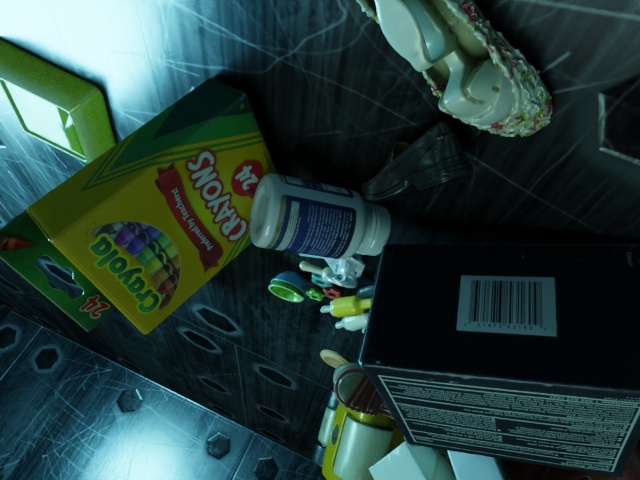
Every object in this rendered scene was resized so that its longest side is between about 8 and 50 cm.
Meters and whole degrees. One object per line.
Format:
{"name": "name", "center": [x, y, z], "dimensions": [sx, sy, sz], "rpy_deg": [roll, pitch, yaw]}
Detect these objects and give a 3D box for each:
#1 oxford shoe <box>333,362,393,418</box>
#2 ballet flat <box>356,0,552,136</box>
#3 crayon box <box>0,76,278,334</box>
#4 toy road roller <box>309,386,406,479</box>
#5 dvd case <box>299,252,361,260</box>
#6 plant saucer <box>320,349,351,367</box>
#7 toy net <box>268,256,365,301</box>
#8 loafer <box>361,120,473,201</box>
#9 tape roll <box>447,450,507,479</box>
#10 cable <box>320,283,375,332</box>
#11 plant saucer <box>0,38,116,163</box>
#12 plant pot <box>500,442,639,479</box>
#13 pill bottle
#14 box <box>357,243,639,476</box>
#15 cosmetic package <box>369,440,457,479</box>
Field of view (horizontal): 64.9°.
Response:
{"name": "oxford shoe", "center": [0.192, 0.350, 1.135], "dimensions": [0.347, 0.123, 0.130], "rpy_deg": [25, -178, -5]}
{"name": "ballet flat", "center": [0.106, -0.156, 0.427], "dimensions": [0.241, 0.077, 0.091], "rpy_deg": [39, 147, -20]}
{"name": "crayon box", "center": [-0.196, -0.024, 0.626], "dimensions": [0.081, 0.318, 0.202], "rpy_deg": [34, 158, 35]}
{"name": "toy road roller", "center": [0.132, 0.514, 1.284], "dimensions": [0.240, 0.203, 0.329], "rpy_deg": [18, 171, -12]}
{"name": "dvd case", "center": [0.000, 0.000, 0.815], "dimensions": [0.119, 0.013, 0.087], "rpy_deg": [5, 143, 32]}
{"name": "plant saucer", "center": [0.037, 0.296, 1.237], "dimensions": [0.083, 0.013, 0.084], "rpy_deg": [20, 150, 12]}
{"name": "toy net", "center": [0.007, 0.080, 0.883], "dimensions": [0.122, 0.045, 0.232], "rpy_deg": [35, 152, -22]}
{"name": "loafer", "center": [0.101, -0.084, 0.577], "dimensions": [0.170, 0.062, 0.062], "rpy_deg": [-14, 92, 58]}
{"name": "tape roll", "center": [0.304, 0.450, 0.899], "dimensions": [0.071, 0.392, 0.392], "rpy_deg": [-23, 133, 9]}
{"name": "cable", "center": [0.130, 0.101, 0.804], "dimensions": [0.139, 0.072, 0.287], "rpy_deg": [27, 151, -24]}
{"name": "plant saucer", "center": [-0.433, -0.206, 0.818], "dimensions": [0.188, 0.045, 0.188], "rpy_deg": [26, 150, 3]}
{"name": "plant pot", "center": [0.447, 0.409, 0.861], "dimensions": [0.272, 0.272, 0.265], "rpy_deg": [-8, 126, 45]}
{"name": "pill bottle", "center": [0.001, -0.026, 0.652], "dimensions": [0.169, 0.094, 0.094], "rpy_deg": [10, 156, -22]}
{"name": "box", "center": [0.237, 0.155, 0.654], "dimensions": [0.295, 0.183, 0.294], "rpy_deg": [0, 142, 22]}
{"name": "cosmetic package", "center": [0.250, 0.577, 1.032], "dimensions": [0.160, 0.113, 0.310], "rpy_deg": [24, -152, -52]}
